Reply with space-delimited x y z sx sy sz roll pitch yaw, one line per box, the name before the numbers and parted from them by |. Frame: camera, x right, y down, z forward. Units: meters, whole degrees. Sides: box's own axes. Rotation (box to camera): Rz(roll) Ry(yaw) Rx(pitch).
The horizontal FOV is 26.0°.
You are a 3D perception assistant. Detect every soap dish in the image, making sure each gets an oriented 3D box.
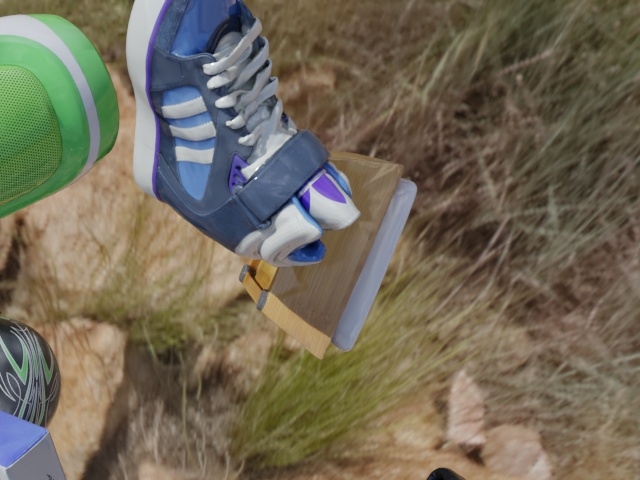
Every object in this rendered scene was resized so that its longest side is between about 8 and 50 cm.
soap dish | 0.000 0.000 1.619 0.118 0.291 0.229 22 92 -11

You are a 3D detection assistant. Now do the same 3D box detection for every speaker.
speaker | -0.276 -0.050 0.883 0.296 0.131 0.131 -30 78 -37

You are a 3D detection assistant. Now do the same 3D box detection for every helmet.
helmet | -0.402 0.182 1.719 0.169 0.169 0.161 -45 49 -15

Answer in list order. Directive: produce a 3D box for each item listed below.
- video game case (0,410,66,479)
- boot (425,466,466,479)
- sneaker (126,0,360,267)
video game case | -0.343 0.254 1.346 0.269 0.244 0.061 14 40 34
boot | 0.156 0.334 1.276 0.176 0.088 0.244 27 40 -34
sneaker | -0.052 -0.111 1.280 0.236 0.323 0.130 28 49 16
